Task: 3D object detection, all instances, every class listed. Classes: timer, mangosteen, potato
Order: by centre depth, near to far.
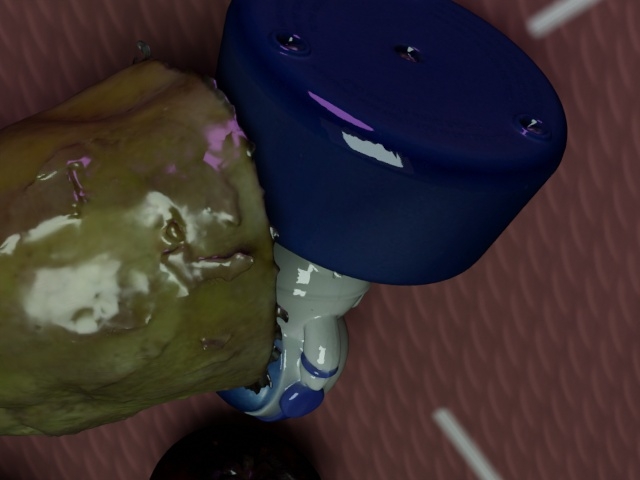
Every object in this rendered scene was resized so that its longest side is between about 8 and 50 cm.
[{"bbox_3d":[-0.195,0.024,0.869,0.237,0.301,0.289,-19,126,-27],"label":"potato"},{"bbox_3d":[0.000,0.000,0.971,0.270,0.270,0.383,21,125,-7],"label":"timer"},{"bbox_3d":[-0.079,0.269,1.118,0.199,0.200,0.200,1,113,2],"label":"mangosteen"}]
